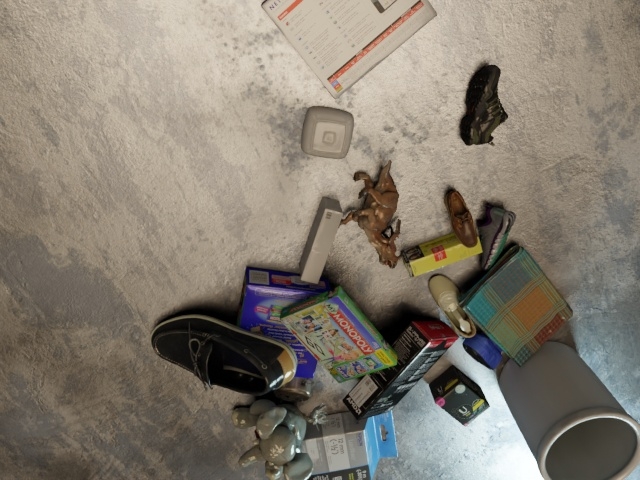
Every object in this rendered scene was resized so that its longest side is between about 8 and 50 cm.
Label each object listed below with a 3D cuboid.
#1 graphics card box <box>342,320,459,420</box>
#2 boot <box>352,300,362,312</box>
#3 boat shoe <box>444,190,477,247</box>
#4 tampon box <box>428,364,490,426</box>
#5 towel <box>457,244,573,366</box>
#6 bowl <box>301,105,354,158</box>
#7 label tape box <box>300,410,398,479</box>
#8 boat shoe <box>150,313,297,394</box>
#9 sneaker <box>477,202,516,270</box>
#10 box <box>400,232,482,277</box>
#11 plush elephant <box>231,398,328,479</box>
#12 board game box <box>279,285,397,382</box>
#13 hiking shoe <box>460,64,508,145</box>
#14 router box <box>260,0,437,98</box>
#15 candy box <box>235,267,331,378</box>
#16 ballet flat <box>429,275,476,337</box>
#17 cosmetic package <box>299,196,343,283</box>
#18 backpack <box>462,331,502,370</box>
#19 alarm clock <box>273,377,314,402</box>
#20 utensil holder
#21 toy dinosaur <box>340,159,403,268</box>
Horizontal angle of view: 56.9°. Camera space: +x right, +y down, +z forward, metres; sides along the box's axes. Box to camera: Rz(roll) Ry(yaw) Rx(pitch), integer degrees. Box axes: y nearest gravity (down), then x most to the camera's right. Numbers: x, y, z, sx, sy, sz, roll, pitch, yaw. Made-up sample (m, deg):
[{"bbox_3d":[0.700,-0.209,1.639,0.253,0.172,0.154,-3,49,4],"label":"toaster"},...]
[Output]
[{"bbox_3d":[0.260,0.415,1.909,0.371,0.094,0.232,-54,150,18],"label":"graphics card box"},{"bbox_3d":[0.117,0.277,1.830,0.112,0.115,0.305,-47,133,-4],"label":"boot"},{"bbox_3d":[0.414,-0.062,1.735,0.064,0.060,0.178,-20,84,3],"label":"boat shoe"},{"bbox_3d":[0.479,0.537,2.045,0.161,0.101,0.120,39,106,-20],"label":"tampon box"},{"bbox_3d":[0.639,0.218,1.901,0.271,0.040,0.370,-45,116,2],"label":"towel"},{"bbox_3d":[0.022,-0.294,1.640,0.141,0.053,0.142,7,113,-9],"label":"bowl"},{"bbox_3d":[0.102,0.741,2.103,0.347,0.115,0.249,-9,116,1],"label":"label tape box"},{"bbox_3d":[-0.316,0.343,1.753,0.499,0.156,0.187,9,113,24],"label":"boat shoe"},{"bbox_3d":[0.520,-0.013,1.820,0.098,0.083,0.224,31,130,24],"label":"sneaker"},{"bbox_3d":[0.367,0.035,1.808,0.232,0.087,0.058,-19,115,5],"label":"box"},{"bbox_3d":[-0.147,0.644,1.887,0.329,0.255,0.272,-29,85,19],"label":"plush elephant"},{"bbox_3d":[0.057,0.288,1.758,0.213,0.046,0.317,-25,119,28],"label":"board game box"},{"bbox_3d":[0.466,-0.372,1.637,0.114,0.086,0.227,-1,122,-20],"label":"hiking shoe"},{"bbox_3d":[0.072,-0.583,1.490,0.335,0.082,0.301,-37,113,12],"label":"router box"},{"bbox_3d":[-0.126,0.263,1.852,0.267,0.122,0.318,8,113,-10],"label":"candy box"},{"bbox_3d":[0.431,0.219,1.902,0.086,0.086,0.248,-31,114,10],"label":"ballet flat"},{"bbox_3d":[0.000,0.000,1.752,0.060,0.099,0.239,13,114,-14],"label":"cosmetic package"},{"bbox_3d":[0.538,0.354,1.970,0.120,0.098,0.101,41,77,-21],"label":"backpack"},{"bbox_3d":[-0.082,0.488,1.952,0.129,0.064,0.192,23,141,-26],"label":"alarm clock"},{"bbox_3d":[0.799,0.562,1.929,0.327,0.385,0.328,-2,115,-3],"label":"utensil holder"},{"bbox_3d":[0.178,-0.087,1.720,0.200,0.127,0.296,14,101,-20],"label":"toy dinosaur"}]
